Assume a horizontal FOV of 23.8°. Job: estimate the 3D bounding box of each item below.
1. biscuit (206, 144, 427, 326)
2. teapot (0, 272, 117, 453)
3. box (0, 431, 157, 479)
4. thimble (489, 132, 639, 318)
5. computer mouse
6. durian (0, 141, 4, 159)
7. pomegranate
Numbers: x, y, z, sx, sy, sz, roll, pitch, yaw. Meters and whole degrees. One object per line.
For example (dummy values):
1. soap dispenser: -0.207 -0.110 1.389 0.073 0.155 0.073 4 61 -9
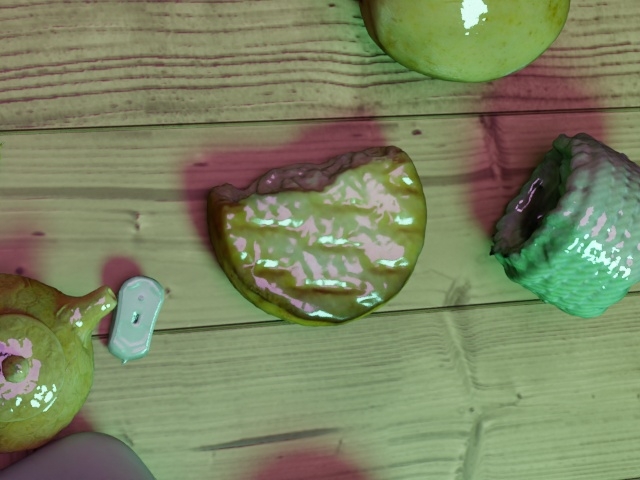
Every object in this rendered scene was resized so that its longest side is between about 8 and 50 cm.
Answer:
1. biscuit: 0.000 0.000 1.871 0.274 0.091 0.213 -9 88 -20
2. teapot: -0.362 0.148 1.705 0.311 0.167 0.203 -37 100 -15
3. box: -0.277 0.367 1.646 0.288 0.349 0.141 -27 128 -18
4. thimble: 0.328 -0.023 1.921 0.150 0.219 0.219 32 78 -14
5. computer mouse: -0.224 0.095 1.825 0.055 0.032 0.110 13 94 -16
6. durian: -0.449 -0.040 1.705 0.165 0.132 0.182 18 71 -28
7. pomegranate: 0.181 -0.330 1.858 0.307 0.307 0.307 1 88 -18
